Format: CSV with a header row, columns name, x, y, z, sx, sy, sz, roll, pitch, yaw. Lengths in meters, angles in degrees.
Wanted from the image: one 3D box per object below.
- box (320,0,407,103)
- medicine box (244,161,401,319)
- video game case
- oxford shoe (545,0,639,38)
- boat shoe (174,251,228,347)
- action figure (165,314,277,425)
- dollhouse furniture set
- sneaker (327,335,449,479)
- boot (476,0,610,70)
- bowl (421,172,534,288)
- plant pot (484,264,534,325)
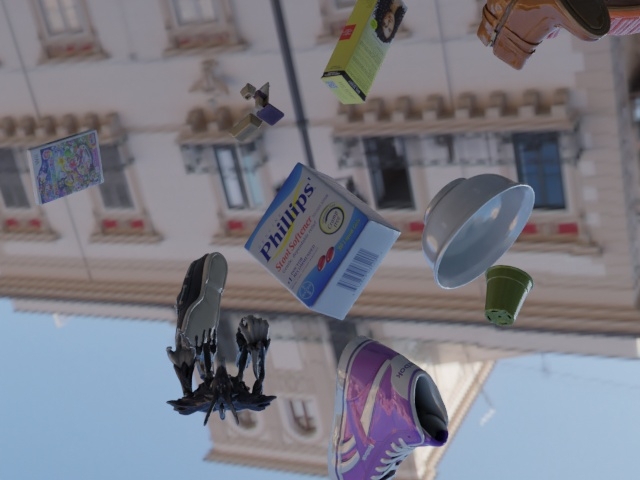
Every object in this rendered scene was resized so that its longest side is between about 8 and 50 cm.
name,x,y,z,sx,sy,sz,roll,pitch,yaw
box,0.084,-0.375,2.068,0.058,0.087,0.232,4,-118,42
medicine box,0.000,0.000,2.669,0.289,0.263,0.149,40,-169,38
video game case,-0.384,-0.112,1.659,0.011,0.087,0.122,16,-150,39
oxford shoe,0.470,-0.419,1.840,0.363,0.133,0.130,-3,175,-7
boat shoe,-0.220,0.115,1.920,0.065,0.075,0.206,-9,-128,34
action figure,-0.153,0.188,1.670,0.164,0.141,0.276,-7,-169,-3
dollhouse furniture set,-0.137,-0.248,2.020,0.114,0.091,0.081,-36,-141,31
sneaker,0.097,0.284,1.501,0.161,0.282,0.102,22,-144,38
boot,0.288,-0.281,1.437,0.073,0.152,0.197,-11,-129,-29
bowl,0.324,-0.045,2.435,0.297,0.298,0.134,-27,-122,-30
plant pot,0.305,0.096,1.818,0.083,0.083,0.079,1,-127,28
